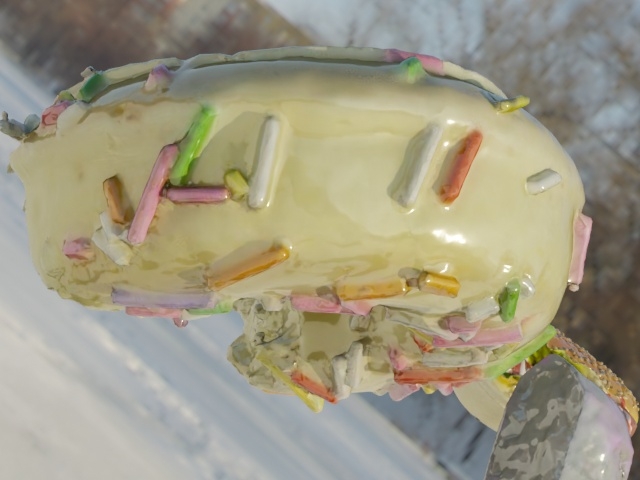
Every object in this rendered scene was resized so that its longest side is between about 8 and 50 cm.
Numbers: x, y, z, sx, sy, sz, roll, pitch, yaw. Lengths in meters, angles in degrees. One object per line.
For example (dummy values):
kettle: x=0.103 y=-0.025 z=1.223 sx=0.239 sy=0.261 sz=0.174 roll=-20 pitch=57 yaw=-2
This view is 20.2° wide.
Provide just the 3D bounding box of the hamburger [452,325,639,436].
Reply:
hamburger: x=0.230 y=0.145 z=1.836 sx=0.210 sy=0.116 sz=0.173 roll=31 pitch=19 yaw=-6

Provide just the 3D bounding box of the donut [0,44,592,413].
donut: x=0.010 y=0.001 z=1.111 sx=0.307 sy=0.150 sz=0.371 roll=-9 pitch=-21 yaw=22

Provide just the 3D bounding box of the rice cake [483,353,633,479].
rice cake: x=0.093 y=0.251 z=0.930 sx=0.064 sy=0.399 sz=0.070 roll=-2 pitch=-27 yaw=42
